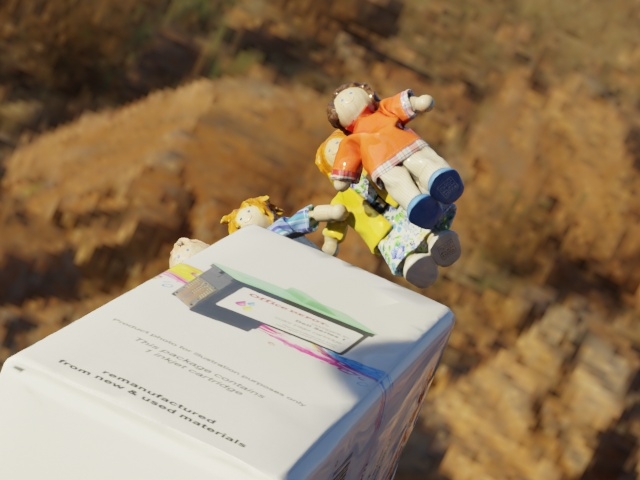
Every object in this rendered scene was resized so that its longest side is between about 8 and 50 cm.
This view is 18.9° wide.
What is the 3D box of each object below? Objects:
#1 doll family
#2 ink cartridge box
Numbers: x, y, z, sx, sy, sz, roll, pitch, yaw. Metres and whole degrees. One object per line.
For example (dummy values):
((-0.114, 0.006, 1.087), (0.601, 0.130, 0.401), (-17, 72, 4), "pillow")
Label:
((0.000, 0.000, 1.432), (0.163, 0.263, 0.118), (49, 3, 41), "doll family")
((-0.055, 0.124, 0.807), (0.117, 0.201, 0.278), (24, 16, 11), "ink cartridge box")
